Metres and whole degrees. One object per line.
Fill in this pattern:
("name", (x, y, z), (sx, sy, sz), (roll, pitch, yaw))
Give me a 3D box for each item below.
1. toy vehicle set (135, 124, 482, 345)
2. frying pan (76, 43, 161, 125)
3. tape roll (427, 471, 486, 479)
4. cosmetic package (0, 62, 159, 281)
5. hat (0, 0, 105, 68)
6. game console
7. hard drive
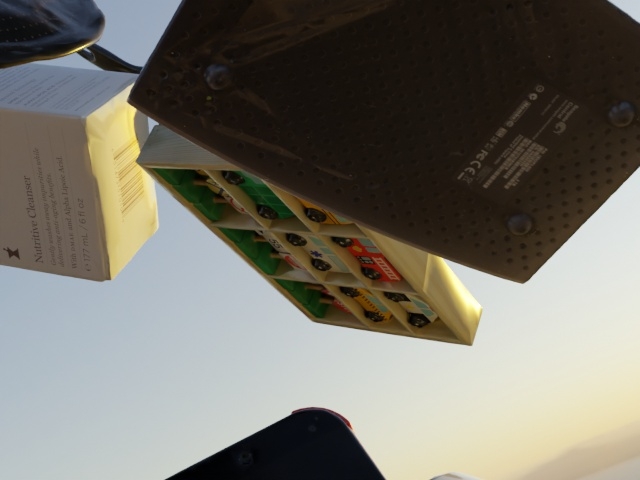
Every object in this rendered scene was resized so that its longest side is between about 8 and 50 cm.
("toy vehicle set", (0.000, 0.000, 0.791), (0.166, 0.035, 0.267), (4, -28, 37))
("frying pan", (-0.201, -0.185, 1.420), (0.053, 0.326, 0.197), (-48, -37, -40))
("tape roll", (0.099, 0.240, 0.427), (0.169, 0.246, 0.246), (13, 1, 28))
("cosmetic package", (-0.405, -0.099, 1.222), (0.384, 0.217, 0.156), (6, 29, 15))
("hat", (-0.293, -0.136, 0.573), (0.331, 0.331, 0.134), (-5, -49, -45))
("game console", (-0.070, 0.392, 1.199), (0.386, 0.342, 0.060), (-26, -40, -15))
("hard drive", (0.051, -0.085, 0.514), (0.254, 0.054, 0.172), (23, -56, -23))
